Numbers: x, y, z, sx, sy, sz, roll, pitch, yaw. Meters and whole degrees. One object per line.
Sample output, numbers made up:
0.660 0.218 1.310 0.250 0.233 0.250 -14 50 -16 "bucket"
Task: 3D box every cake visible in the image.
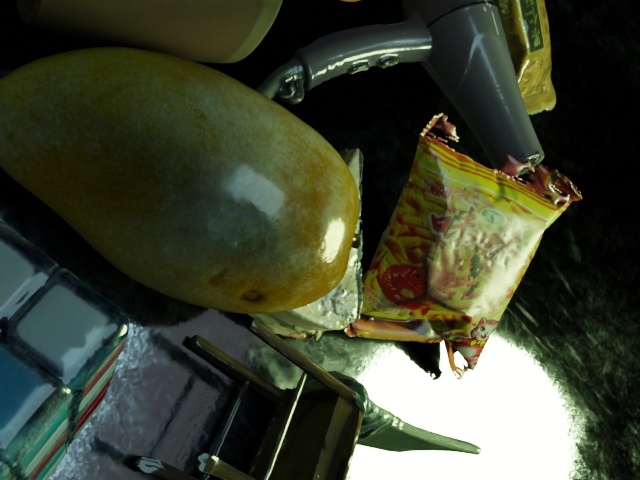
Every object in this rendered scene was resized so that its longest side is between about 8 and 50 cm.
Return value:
0.013 0.014 1.029 0.117 0.086 0.220 41 63 -21 "cake"

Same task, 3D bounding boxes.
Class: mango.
-0.137 -0.060 0.872 0.384 0.199 0.221 21 97 -14 "mango"

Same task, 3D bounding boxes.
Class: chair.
-0.004 0.228 0.947 0.319 0.160 0.186 35 60 -24 "chair"

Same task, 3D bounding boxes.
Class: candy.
0.261 -0.298 1.243 0.143 0.101 0.271 -27 104 -40 "candy"

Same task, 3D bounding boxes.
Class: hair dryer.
0.083 -0.192 1.098 0.361 0.121 0.301 -16 73 -21 "hair dryer"

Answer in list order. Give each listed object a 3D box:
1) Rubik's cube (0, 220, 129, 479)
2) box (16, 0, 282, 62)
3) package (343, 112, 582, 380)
-0.337 0.113 0.615 0.293 0.287 0.292 35 63 -2 "Rubik's cube"
-0.173 -0.325 0.854 0.216 0.301 0.301 0 83 -27 "box"
0.156 0.013 1.083 0.223 0.108 0.288 23 98 -24 "package"
